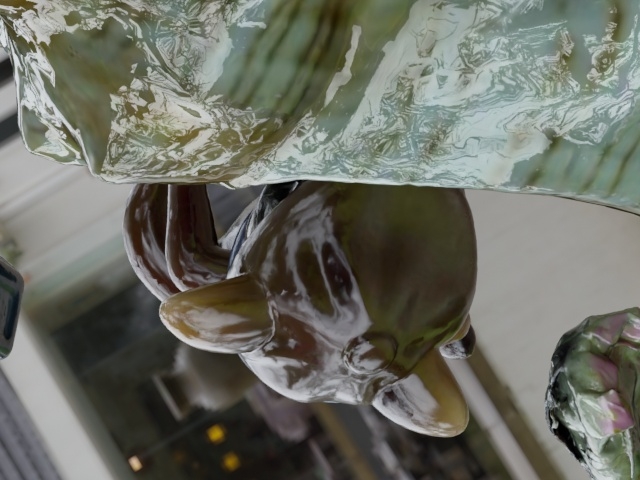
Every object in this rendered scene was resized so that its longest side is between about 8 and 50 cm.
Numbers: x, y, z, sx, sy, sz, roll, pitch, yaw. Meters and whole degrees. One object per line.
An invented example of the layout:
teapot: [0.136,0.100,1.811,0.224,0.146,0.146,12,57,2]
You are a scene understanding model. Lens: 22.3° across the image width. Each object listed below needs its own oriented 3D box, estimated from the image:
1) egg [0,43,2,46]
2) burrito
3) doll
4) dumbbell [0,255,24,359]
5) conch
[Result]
egg: [-0.188,-0.207,0.909,0.245,0.203,0.203,-35,-85,-49]
burrito: [0.204,0.131,1.069,0.066,0.096,0.309,8,160,23]
doll: [0.002,-0.004,1.088,0.318,0.209,0.340,31,-179,-8]
dumbbell: [-0.291,0.149,1.045,0.144,0.160,0.325,20,-109,-42]
conch: [0.034,-0.086,0.461,0.203,0.386,0.170,51,131,43]
